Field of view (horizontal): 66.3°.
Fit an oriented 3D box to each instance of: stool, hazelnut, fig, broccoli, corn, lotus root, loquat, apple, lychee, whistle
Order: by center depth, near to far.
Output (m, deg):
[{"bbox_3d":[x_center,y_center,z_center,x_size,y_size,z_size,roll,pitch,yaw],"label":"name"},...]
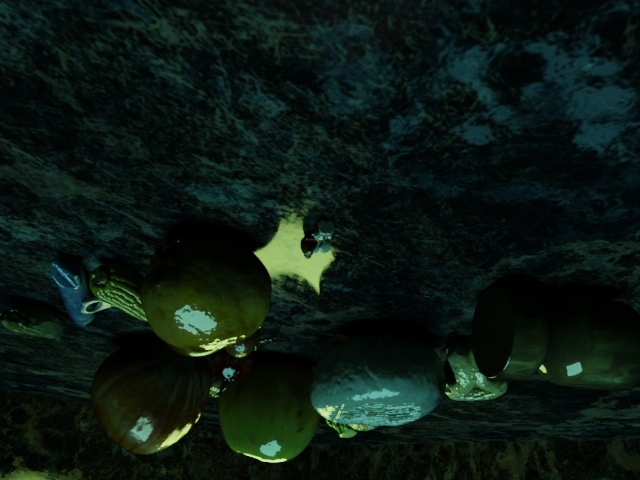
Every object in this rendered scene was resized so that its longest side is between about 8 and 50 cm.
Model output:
[{"bbox_3d":[-0.197,0.098,0.866,0.238,0.193,0.238,5,146,4],"label":"loquat"},{"bbox_3d":[0.455,0.190,0.952,0.264,0.179,0.179,8,151,-6],"label":"stool"},{"bbox_3d":[-0.406,0.119,1.063,0.080,0.080,0.231,-4,153,15],"label":"corn"},{"bbox_3d":[-0.547,0.118,1.098,0.062,0.062,0.304,12,151,-13],"label":"whistle"},{"bbox_3d":[-0.187,0.240,1.223,0.140,0.114,0.101,22,-177,5],"label":"lychee"},{"bbox_3d":[-0.756,0.204,1.280,0.143,0.070,0.144,12,155,-1],"label":"lotus root"},{"bbox_3d":[-0.272,0.359,1.436,0.128,0.150,0.128,19,127,26],"label":"fig"},{"bbox_3d":[-0.509,0.467,1.507,0.372,0.315,0.372,-23,147,-16],"label":"hazelnut"},{"bbox_3d":[-0.157,0.543,1.565,0.338,0.305,0.338,2,153,1],"label":"apple"},{"bbox_3d":[0.114,0.730,2.038,0.195,0.156,0.195,-3,120,-5],"label":"broccoli"}]

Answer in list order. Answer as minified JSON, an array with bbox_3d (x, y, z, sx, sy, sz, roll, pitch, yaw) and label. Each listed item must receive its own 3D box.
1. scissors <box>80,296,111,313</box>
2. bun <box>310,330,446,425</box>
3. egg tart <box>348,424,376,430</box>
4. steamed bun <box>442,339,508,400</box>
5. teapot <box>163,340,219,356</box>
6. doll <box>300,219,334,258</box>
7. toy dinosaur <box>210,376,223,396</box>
[{"bbox_3d":[-0.484,0.149,1.162,0.100,0.015,0.189,-37,161,-2],"label":"scissors"},{"bbox_3d":[0.148,0.354,1.264,0.362,0.211,0.362,1,151,0],"label":"bun"},{"bbox_3d":[0.112,0.474,1.527,0.203,0.202,0.147,-19,135,37],"label":"egg tart"},{"bbox_3d":[0.390,0.319,1.265,0.172,0.141,0.155,-9,135,19],"label":"steamed bun"},{"bbox_3d":[-0.267,0.151,1.063,0.178,0.135,0.252,-24,135,-17],"label":"teapot"},{"bbox_3d":[-0.006,-0.001,0.817,0.058,0.040,0.085,-8,156,-3],"label":"doll"},{"bbox_3d":[-0.332,0.531,1.802,0.177,0.152,0.194,34,157,33],"label":"toy dinosaur"}]
